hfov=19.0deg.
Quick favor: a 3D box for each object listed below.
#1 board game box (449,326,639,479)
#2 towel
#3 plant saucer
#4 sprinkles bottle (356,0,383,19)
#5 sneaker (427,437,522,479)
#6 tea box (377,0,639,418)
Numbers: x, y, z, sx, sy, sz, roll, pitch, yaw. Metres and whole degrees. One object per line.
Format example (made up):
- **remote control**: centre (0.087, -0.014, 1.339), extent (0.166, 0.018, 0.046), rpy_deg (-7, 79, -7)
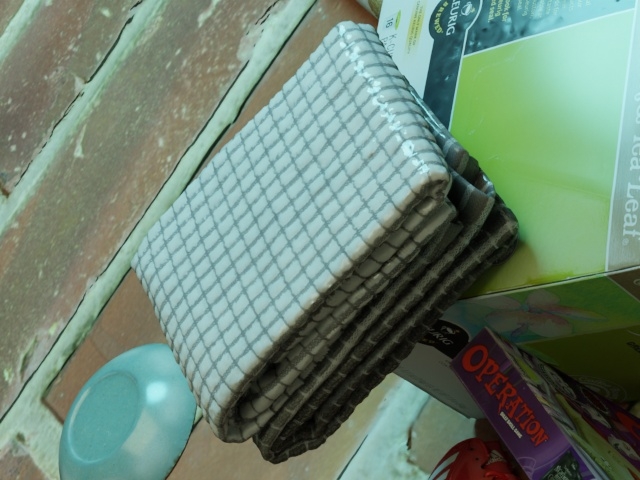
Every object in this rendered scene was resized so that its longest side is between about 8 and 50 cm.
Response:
- **board game box**: centre (0.239, 0.211, 1.344), extent (0.056, 0.208, 0.347), rpy_deg (-46, 41, 10)
- **towel**: centre (0.000, 0.000, 1.468), extent (0.283, 0.121, 0.235), rpy_deg (-48, 39, 16)
- **plant saucer**: centre (-0.209, 0.186, 1.944), extent (0.195, 0.037, 0.195), rpy_deg (-24, 48, 31)
- **sprinkles bottle**: centre (0.057, -0.304, 1.958), extent (0.121, 0.121, 0.355), rpy_deg (-50, 39, 6)
- **sneaker**: centre (0.152, 0.205, 1.526), extent (0.221, 0.087, 0.128), rpy_deg (-20, 51, 38)
- **tea box**: centre (0.209, -0.055, 1.551), extent (0.324, 0.220, 0.329), rpy_deg (-12, 56, 42)
